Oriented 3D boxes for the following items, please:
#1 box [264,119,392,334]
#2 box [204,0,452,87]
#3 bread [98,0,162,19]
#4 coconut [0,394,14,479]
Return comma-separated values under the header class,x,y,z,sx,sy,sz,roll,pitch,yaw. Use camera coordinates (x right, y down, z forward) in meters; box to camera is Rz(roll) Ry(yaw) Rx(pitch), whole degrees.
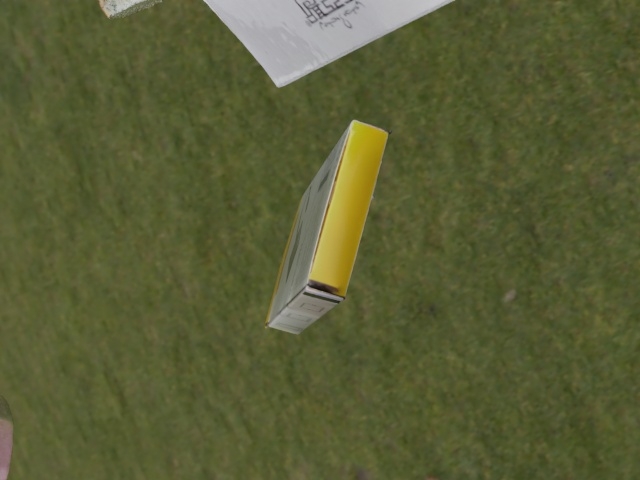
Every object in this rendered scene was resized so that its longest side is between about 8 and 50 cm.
class,x,y,z,sx,sy,sz,roll,pitch,yaw
box,0.000,0.000,0.892,0.247,0.033,0.129,132,154,-76
box,0.056,-0.230,0.754,0.116,0.203,0.274,49,157,-15
bread,-0.175,-0.258,1.086,0.076,0.083,0.070,-12,102,40
coconut,-0.519,0.280,1.474,0.233,0.245,0.233,-22,55,36
